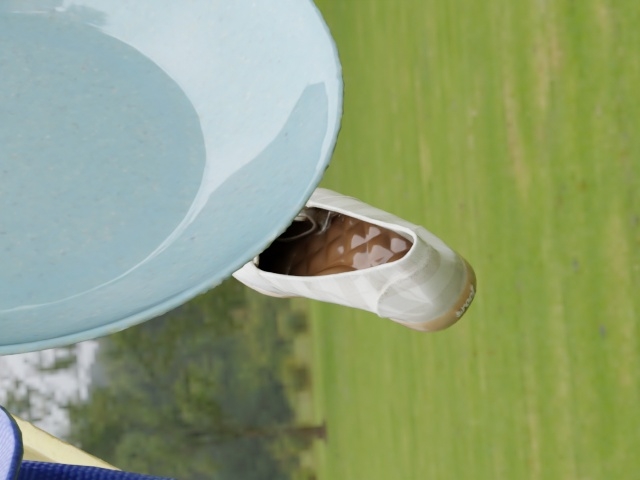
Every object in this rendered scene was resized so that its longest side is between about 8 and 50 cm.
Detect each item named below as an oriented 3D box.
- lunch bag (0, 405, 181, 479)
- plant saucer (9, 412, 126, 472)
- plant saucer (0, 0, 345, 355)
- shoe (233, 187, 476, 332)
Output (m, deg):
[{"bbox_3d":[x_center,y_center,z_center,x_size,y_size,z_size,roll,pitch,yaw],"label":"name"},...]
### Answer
[{"bbox_3d":[-0.084,0.215,0.369,0.328,0.386,0.238,-73,-6,-58],"label":"lunch bag"},{"bbox_3d":[-0.117,0.262,0.724,0.081,0.333,0.332,15,-86,-53],"label":"plant saucer"},{"bbox_3d":[-0.091,-0.033,0.434,0.037,0.195,0.195,94,169,-47],"label":"plant saucer"},{"bbox_3d":[0.000,0.000,0.969,0.219,0.058,0.076,14,74,45],"label":"shoe"}]
